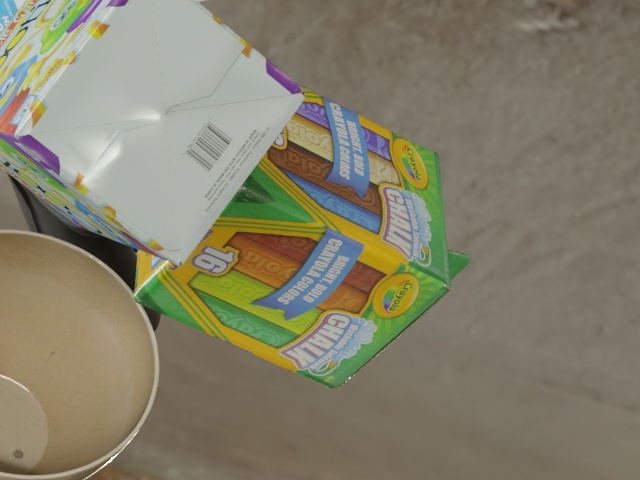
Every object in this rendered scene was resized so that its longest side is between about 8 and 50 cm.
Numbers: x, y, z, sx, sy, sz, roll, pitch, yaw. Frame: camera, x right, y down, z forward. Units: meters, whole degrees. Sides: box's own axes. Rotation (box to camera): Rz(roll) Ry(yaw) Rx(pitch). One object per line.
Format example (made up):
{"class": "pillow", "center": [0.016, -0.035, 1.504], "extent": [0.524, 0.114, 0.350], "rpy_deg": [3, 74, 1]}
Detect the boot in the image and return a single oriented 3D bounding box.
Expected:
{"class": "boot", "center": [-0.288, -0.013, 2.248], "extent": [0.367, 0.146, 0.445], "rpy_deg": [53, 161, 37]}

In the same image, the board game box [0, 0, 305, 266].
{"class": "board game box", "center": [-0.149, -0.093, 1.258], "extent": [0.142, 0.144, 0.275], "rpy_deg": [39, 171, -21]}

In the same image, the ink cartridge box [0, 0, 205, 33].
{"class": "ink cartridge box", "center": [-0.171, -0.279, 1.477], "extent": [0.233, 0.171, 0.168], "rpy_deg": [-7, 112, 29]}

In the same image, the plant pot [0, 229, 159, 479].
{"class": "plant pot", "center": [-0.331, 0.159, 1.877], "extent": [0.284, 0.284, 0.191], "rpy_deg": [21, 142, -10]}

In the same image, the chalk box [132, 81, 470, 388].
{"class": "chalk box", "center": [0.000, 0.000, 1.631], "extent": [0.289, 0.179, 0.180], "rpy_deg": [25, 130, -24]}
